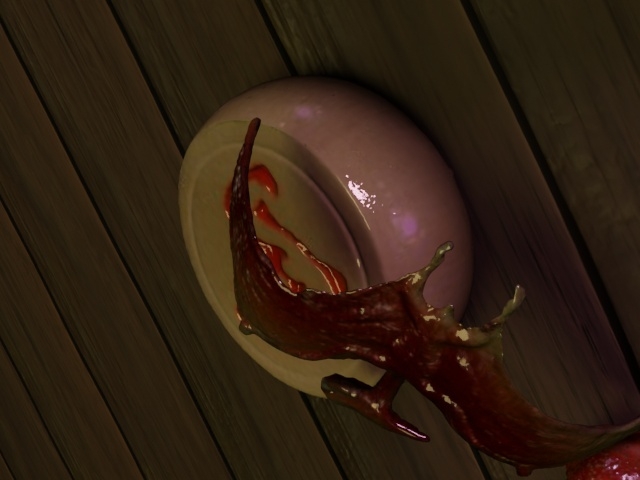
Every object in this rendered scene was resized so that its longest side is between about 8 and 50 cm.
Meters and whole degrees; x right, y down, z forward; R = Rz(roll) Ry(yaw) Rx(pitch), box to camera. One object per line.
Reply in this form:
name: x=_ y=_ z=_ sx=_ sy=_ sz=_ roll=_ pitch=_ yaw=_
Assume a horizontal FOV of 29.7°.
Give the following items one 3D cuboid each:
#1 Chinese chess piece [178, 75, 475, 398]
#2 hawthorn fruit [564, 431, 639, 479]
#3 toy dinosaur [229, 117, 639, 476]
Chinese chess piece: x=0.000 y=0.000 z=0.975 sx=0.273 sy=0.102 sz=0.273 roll=28 pitch=133 yaw=34
hawthorn fruit: x=0.220 y=0.180 z=0.873 sx=0.093 sy=0.093 sz=0.093 roll=28 pitch=132 yaw=35
toy dinosaur: x=0.087 y=0.055 z=0.820 sx=0.327 sy=0.113 sz=0.206 roll=13 pitch=140 yaw=20
